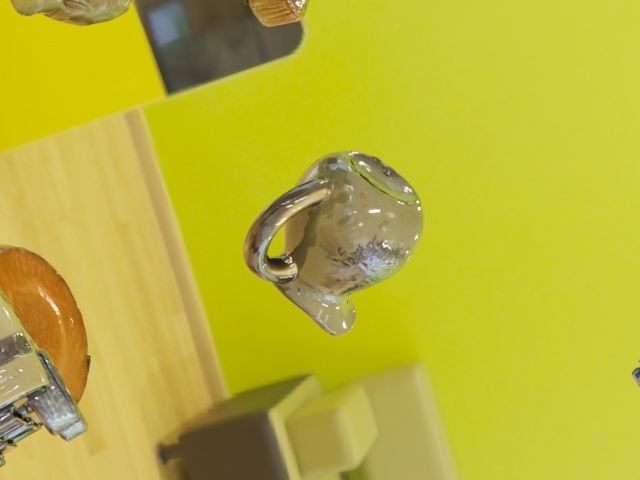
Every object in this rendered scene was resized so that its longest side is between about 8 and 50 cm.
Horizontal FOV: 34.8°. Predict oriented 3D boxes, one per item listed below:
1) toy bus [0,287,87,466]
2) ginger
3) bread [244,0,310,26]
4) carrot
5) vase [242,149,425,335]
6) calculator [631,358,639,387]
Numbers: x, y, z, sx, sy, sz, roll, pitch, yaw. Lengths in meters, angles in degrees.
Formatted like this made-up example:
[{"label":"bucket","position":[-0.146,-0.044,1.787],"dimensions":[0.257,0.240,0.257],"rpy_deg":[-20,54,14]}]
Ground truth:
[{"label":"toy bus","position":[-0.307,0.105,0.801],"dimensions":[0.202,0.177,0.365],"rpy_deg":[59,-17,5]},{"label":"ginger","position":[-0.424,-0.426,1.767],"dimensions":[0.263,0.116,0.109],"rpy_deg":[-21,122,-62]},{"label":"bread","position":[-0.079,-0.517,1.973],"dimensions":[0.199,0.104,0.199],"rpy_deg":[-7,90,-71]},{"label":"carrot","position":[-0.485,0.151,1.658],"dimensions":[0.258,0.100,0.307],"rpy_deg":[-56,138,-55]},{"label":"vase","position":[0.000,0.000,1.783],"dimensions":[0.329,0.302,0.241],"rpy_deg":[8,35,-46]},{"label":"calculator","position":[0.525,0.125,1.280],"dimensions":[0.166,0.274,0.028],"rpy_deg":[52,-1,-28]}]
